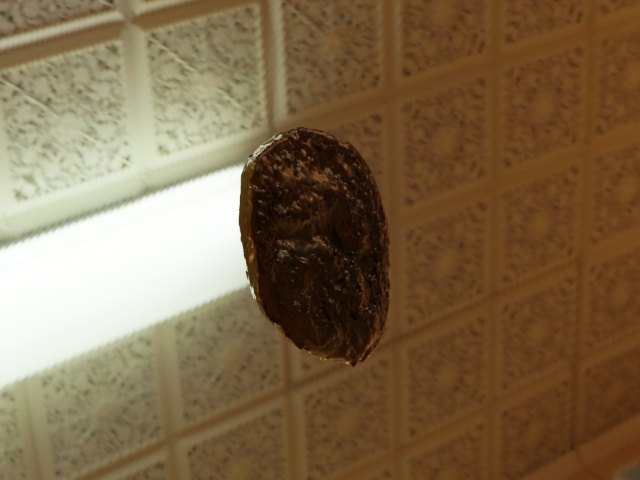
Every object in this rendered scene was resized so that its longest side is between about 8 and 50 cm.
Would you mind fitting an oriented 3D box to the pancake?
[{"bbox_3d":[-0.001,0.000,0.603,0.108,0.017,0.108,29,-126,-48],"label":"pancake"}]
